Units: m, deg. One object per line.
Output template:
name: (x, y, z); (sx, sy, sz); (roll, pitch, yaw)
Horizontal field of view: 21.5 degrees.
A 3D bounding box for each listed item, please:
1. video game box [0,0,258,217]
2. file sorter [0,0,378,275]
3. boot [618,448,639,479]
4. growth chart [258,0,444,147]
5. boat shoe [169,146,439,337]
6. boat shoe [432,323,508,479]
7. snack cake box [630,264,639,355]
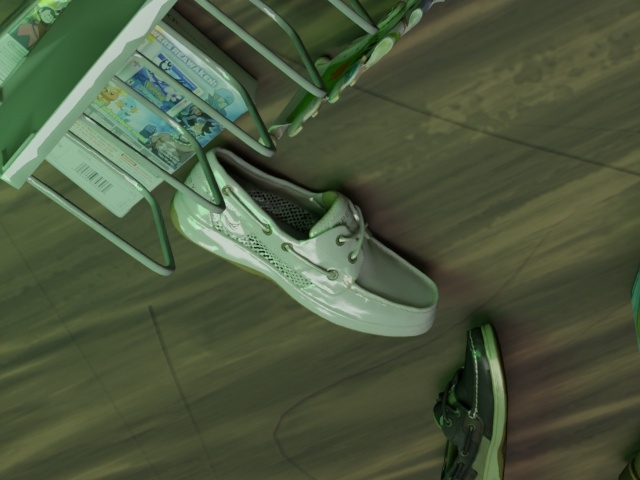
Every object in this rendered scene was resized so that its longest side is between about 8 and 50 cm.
video game box: (-0.192, -0.141, 1.508); (0.187, 0.048, 0.205); (-36, 117, 29)
file sorter: (-0.110, -0.143, 1.365); (0.173, 0.193, 0.277); (36, 103, -25)
boot: (0.471, 0.271, 1.742); (0.305, 0.112, 0.115); (23, 115, -10)
growth chart: (0.047, -0.169, 1.396); (0.021, 0.172, 0.237); (45, 121, -11)
boat shoe: (0.000, 0.000, 1.569); (0.277, 0.098, 0.096); (25, 126, -13)
boat shoe: (0.151, 0.178, 1.705); (0.073, 0.080, 0.223); (-4, 131, 1)
snack cake box: (0.358, 0.001, 1.508); (0.089, 0.152, 0.264); (9, 127, -2)
